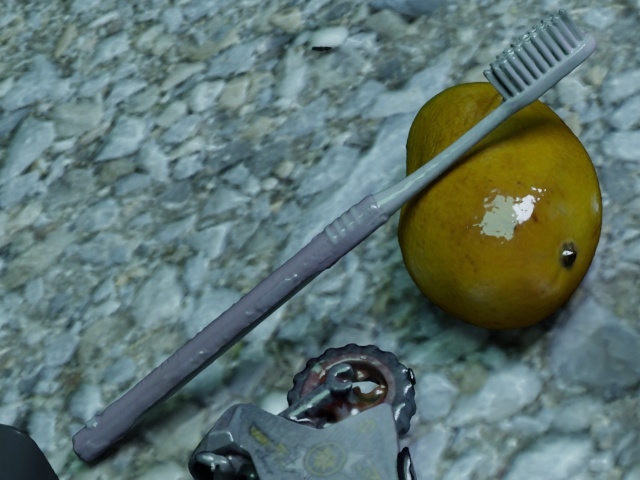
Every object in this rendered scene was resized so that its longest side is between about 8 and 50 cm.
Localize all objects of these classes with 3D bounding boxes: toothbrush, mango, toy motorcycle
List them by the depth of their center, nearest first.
[{"bbox_3d":[0.000,0.142,0.945,0.122,0.080,0.215,-16,49,5],"label":"toy motorcycle"},{"bbox_3d":[0.000,0.000,1.031,0.354,0.029,0.024,-40,18,10],"label":"toothbrush"},{"bbox_3d":[0.098,-0.023,1.062,0.115,0.089,0.165,-13,41,21],"label":"mango"}]

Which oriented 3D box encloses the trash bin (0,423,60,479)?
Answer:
[{"bbox_3d":[-0.214,0.230,0.872,0.209,0.182,0.290,-8,41,14],"label":"trash bin"}]
